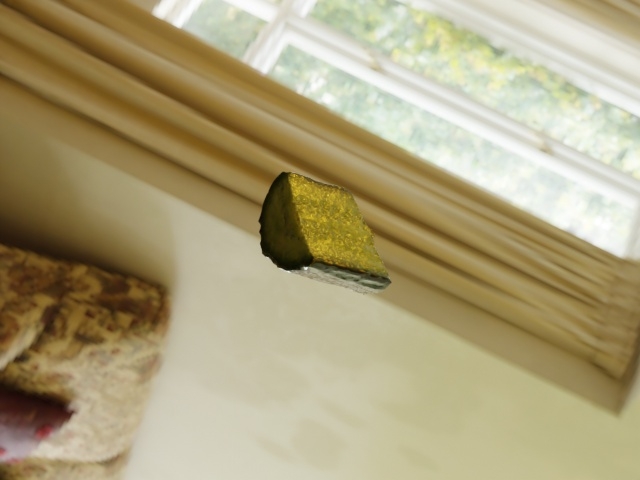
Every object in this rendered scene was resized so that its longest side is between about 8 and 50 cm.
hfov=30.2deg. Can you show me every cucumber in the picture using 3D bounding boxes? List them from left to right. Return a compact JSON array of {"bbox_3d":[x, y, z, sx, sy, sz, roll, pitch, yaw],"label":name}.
[{"bbox_3d":[0.000,0.000,1.179,0.062,0.115,0.116,-41,-129,29],"label":"cucumber"}]
